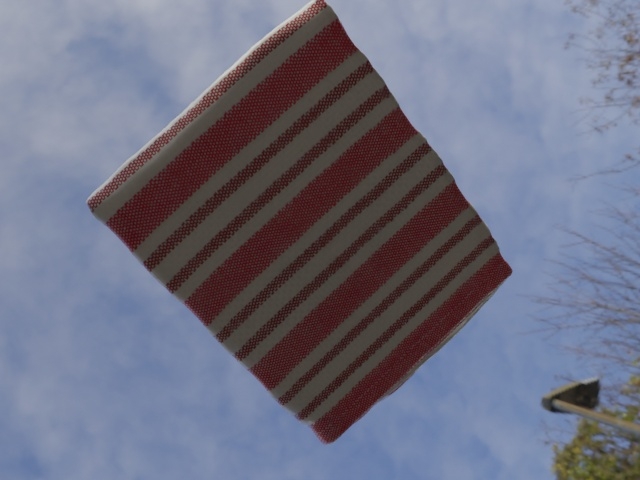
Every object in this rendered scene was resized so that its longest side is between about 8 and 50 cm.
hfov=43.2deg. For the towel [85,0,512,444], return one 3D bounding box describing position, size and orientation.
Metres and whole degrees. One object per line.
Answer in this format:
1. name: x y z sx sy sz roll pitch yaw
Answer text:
1. towel: 0.000 0.000 0.406 0.144 0.029 0.197 -42 -62 -5
